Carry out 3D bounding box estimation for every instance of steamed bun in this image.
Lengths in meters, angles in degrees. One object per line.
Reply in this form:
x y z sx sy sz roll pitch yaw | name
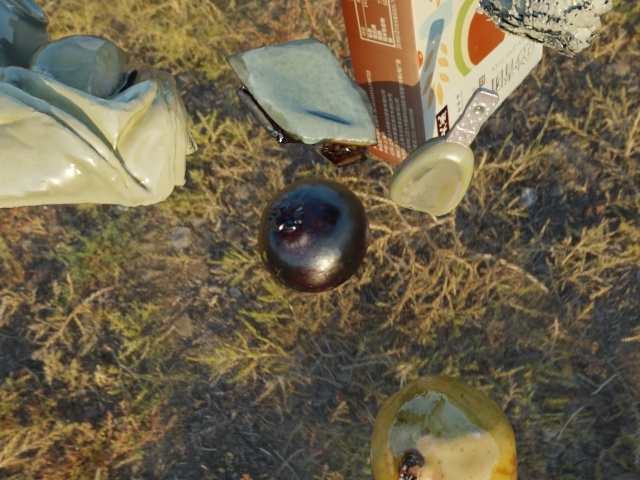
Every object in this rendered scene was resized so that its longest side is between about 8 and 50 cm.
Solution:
-0.356 -0.183 0.938 0.347 0.394 0.237 9 103 22 | steamed bun

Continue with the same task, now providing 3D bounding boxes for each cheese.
0.156 -0.106 0.764 0.097 0.192 0.037 14 48 -11 | cheese

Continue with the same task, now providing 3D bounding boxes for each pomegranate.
0.207 0.360 1.076 0.265 0.264 0.264 -4 65 9 | pomegranate

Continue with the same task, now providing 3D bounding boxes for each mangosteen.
0.000 0.000 1.245 0.228 0.265 0.228 -12 65 26 | mangosteen

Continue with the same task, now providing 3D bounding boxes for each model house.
-0.018 -0.140 0.724 0.106 0.152 0.165 -35 85 -11 | model house

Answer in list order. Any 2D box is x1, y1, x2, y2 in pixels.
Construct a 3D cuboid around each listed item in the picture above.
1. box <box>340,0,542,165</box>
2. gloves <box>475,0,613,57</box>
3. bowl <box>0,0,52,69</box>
0.185 -0.348 0.881 0.122 0.385 0.344 26 58 34 | box
0.179 -0.206 0.510 0.070 0.114 0.153 -14 27 -13 | gloves
-0.603 -0.399 1.171 0.146 0.289 0.289 -46 64 11 | bowl
